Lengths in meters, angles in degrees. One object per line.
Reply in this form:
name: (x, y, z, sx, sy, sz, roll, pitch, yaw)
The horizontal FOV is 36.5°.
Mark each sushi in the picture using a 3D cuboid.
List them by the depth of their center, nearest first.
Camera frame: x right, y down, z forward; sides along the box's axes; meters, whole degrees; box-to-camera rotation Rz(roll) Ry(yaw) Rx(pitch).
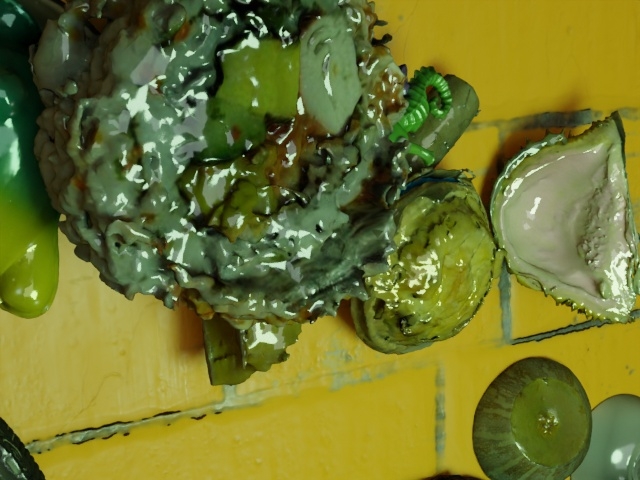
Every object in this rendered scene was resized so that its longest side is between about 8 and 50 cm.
sushi: (-0.080, -0.112, 0.958, 0.417, 0.176, 0.417, -8, 104, -34)

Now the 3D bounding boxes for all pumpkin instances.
pumpkin: (0.345, 0.291, 1.486, 0.217, 0.110, 0.217, 0, 91, -14)

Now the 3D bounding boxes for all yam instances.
yam: (0.088, -0.065, 1.316, 0.083, 0.083, 0.371, 42, 80, -26)

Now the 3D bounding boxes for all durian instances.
durian: (0.339, -0.033, 1.420, 0.196, 0.185, 0.305, -3, 96, -8)

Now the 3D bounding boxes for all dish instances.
dish: (0.519, 0.376, 1.608, 0.236, 0.086, 0.228, -8, 101, -26)

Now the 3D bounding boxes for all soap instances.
soap: (0.000, 0.000, 1.214, 0.304, 0.169, 0.338, -6, 90, -26)

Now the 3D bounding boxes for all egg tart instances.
egg tart: (0.158, 0.039, 1.308, 0.291, 0.107, 0.291, -25, 129, -35)

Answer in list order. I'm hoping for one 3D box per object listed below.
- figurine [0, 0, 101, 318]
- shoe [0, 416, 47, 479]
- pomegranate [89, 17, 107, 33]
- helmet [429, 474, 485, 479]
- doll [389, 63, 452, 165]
figurine: (-0.362, -0.090, 0.989, 0.323, 0.231, 0.340, 37, 79, -14)
shoe: (-0.433, 0.234, 1.076, 0.149, 0.109, 0.293, -38, 110, -13)
pomegranate: (-0.172, -0.244, 1.104, 0.196, 0.196, 0.196, -5, 100, -27)
helmet: (0.200, 0.493, 1.399, 0.338, 0.197, 0.271, -3, 97, -27)
doll: (0.108, -0.151, 1.185, 0.115, 0.050, 0.190, 50, 53, -22)
